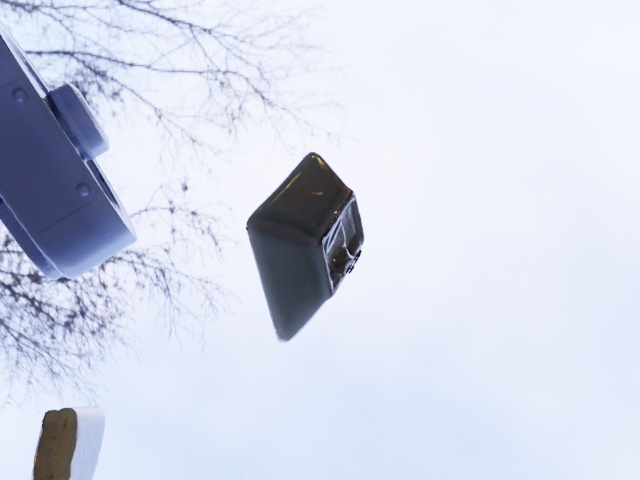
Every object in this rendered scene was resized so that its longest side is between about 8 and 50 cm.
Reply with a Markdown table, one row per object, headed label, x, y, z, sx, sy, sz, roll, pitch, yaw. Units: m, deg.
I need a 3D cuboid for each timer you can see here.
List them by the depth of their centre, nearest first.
| label | x | y | z | sx | sy | sz | roll | pitch | yaw |
| --- | --- | --- | --- | --- | --- | --- | --- | --- | --- |
| timer | -0.418 | -0.150 | 1.021 | 0.173 | 0.395 | 0.395 | -33 | -106 | -9 |

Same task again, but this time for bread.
| label | x | y | z | sx | sy | sz | roll | pitch | yaw |
| --- | --- | --- | --- | --- | --- | --- | --- | --- | --- |
| bread | -0.370 | 0.310 | 1.004 | 0.060 | 0.178 | 0.140 | 9 | -106 | -3 |

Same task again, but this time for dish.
| label | x | y | z | sx | sy | sz | roll | pitch | yaw |
| --- | --- | --- | --- | --- | --- | --- | --- | --- | --- |
| dish | 0.000 | 0.000 | 0.919 | 0.080 | 0.182 | 0.243 | -1 | -152 | 23 |
